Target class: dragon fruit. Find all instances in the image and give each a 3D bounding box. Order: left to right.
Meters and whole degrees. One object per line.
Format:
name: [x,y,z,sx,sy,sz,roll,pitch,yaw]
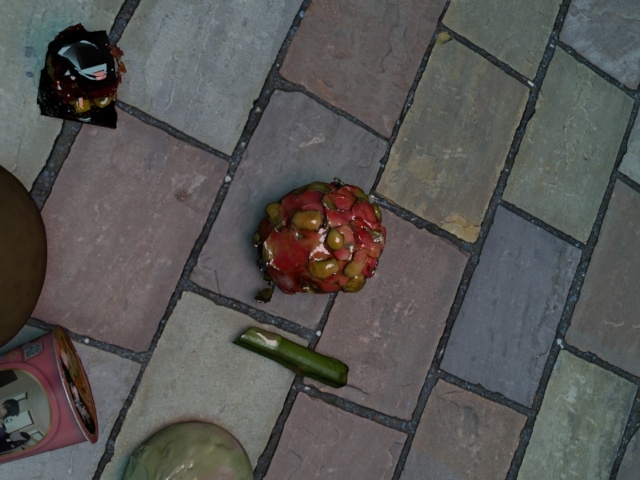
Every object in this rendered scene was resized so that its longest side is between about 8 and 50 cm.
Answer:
dragon fruit: [0.000,0.000,1.369,0.269,0.291,0.250,-9,98,-21]

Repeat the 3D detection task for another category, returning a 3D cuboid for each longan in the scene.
longan: [-0.632,0.026,1.102,0.361,0.361,0.361,0,90,-22]

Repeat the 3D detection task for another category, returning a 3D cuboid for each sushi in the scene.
sushi: [-0.449,-0.322,1.260,0.153,0.150,0.172,8,86,-22]

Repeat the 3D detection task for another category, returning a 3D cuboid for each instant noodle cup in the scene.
instant noodle cup: [-0.555,0.297,1.187,0.255,0.244,0.244,-18,96,-12]

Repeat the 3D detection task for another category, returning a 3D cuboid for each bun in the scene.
bun: [-0.254,0.507,1.320,0.283,0.179,0.283,1,89,-25]

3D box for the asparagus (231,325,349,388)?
asparagus: [-0.061,0.254,1.467,0.277,0.060,0.067,29,98,-20]
